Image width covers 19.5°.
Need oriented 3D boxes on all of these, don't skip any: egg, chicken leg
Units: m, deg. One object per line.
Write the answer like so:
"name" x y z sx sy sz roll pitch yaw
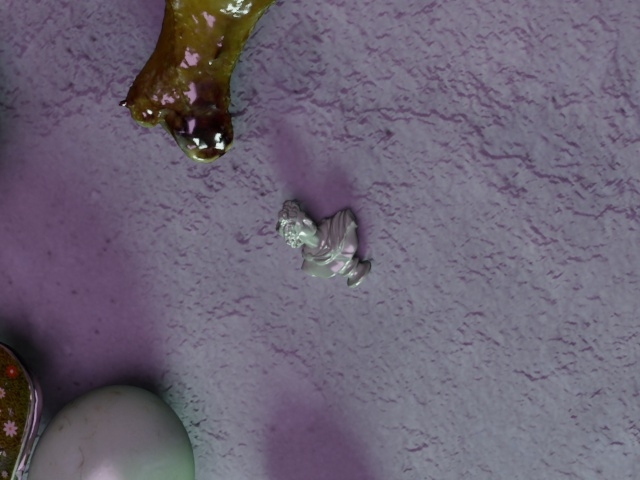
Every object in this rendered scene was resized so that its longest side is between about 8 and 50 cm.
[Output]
"egg" -0.191 0.221 1.688 0.149 0.149 0.192 22 115 3
"chicken leg" -0.096 -0.254 1.530 0.211 0.140 0.361 27 106 -8

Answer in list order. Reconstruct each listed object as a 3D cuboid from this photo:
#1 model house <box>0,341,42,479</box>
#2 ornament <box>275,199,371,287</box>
"model house" -0.418 0.154 1.662 0.294 0.154 0.207 27 109 21
"ornament" 0.002 0.003 1.646 0.092 0.041 0.068 13 115 -4
